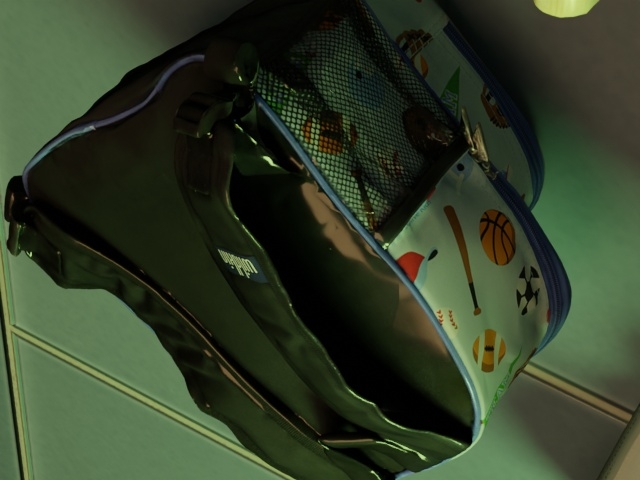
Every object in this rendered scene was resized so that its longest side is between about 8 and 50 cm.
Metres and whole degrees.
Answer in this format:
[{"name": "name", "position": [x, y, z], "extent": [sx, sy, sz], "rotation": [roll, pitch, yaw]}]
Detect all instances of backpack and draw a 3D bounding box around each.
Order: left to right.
[{"name": "backpack", "position": [0.000, 0.000, 1.049], "extent": [0.263, 0.213, 0.276], "rotation": [56, 148, -9]}]

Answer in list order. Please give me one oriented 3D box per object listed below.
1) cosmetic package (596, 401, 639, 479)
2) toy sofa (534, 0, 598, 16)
[{"name": "cosmetic package", "position": [0.314, 0.183, 0.917], "extent": [0.385, 0.217, 0.156], "rotation": [27, 172, 8]}, {"name": "toy sofa", "position": [0.251, -0.092, 0.731], "extent": [0.362, 0.177, 0.150], "rotation": [27, 145, 23]}]
